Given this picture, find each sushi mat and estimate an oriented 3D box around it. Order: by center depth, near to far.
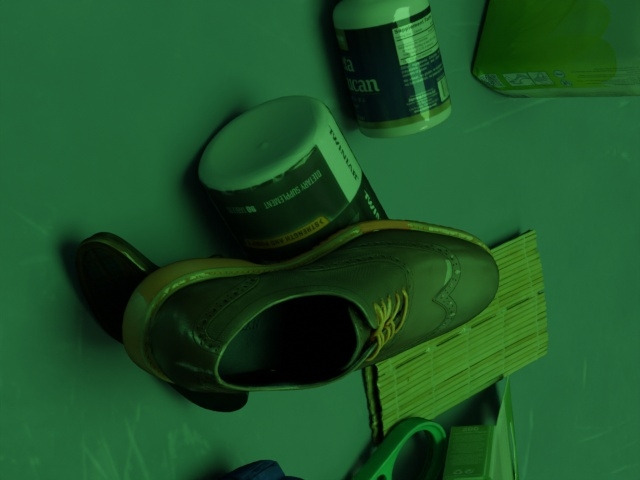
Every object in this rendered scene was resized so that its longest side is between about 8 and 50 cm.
[{"bbox_3d":[0.148,0.099,1.768,0.316,0.019,0.151,-22,109,-47],"label":"sushi mat"}]

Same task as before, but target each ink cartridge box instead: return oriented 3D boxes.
[{"bbox_3d":[0.172,0.268,1.756,0.235,0.056,0.171,-69,153,-66],"label":"ink cartridge box"}]

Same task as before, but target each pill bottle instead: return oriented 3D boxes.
[{"bbox_3d":[0.000,0.000,1.504,0.130,0.130,0.245,-55,130,-33],"label":"pill bottle"},{"bbox_3d":[0.064,-0.191,1.599,0.094,0.094,0.169,-33,116,-44],"label":"pill bottle"}]

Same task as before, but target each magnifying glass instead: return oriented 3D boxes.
[{"bbox_3d":[0.049,0.244,1.646,0.231,0.026,0.092,-22,122,-43],"label":"magnifying glass"}]

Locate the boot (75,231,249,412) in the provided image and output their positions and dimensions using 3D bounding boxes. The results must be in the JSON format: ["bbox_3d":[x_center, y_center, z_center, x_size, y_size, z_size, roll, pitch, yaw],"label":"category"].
[{"bbox_3d":[-0.127,0.043,1.417,0.219,0.082,0.106,53,35,-36],"label":"boot"}]

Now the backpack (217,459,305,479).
[{"bbox_3d":[-0.070,0.259,1.464,0.120,0.098,0.101,-34,88,-44],"label":"backpack"}]

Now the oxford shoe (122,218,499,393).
[{"bbox_3d":[0.024,0.069,1.375,0.364,0.133,0.130,-12,112,-34],"label":"oxford shoe"}]

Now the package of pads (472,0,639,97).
[{"bbox_3d":[0.305,-0.296,1.775,0.101,0.229,0.296,27,72,-47],"label":"package of pads"}]
